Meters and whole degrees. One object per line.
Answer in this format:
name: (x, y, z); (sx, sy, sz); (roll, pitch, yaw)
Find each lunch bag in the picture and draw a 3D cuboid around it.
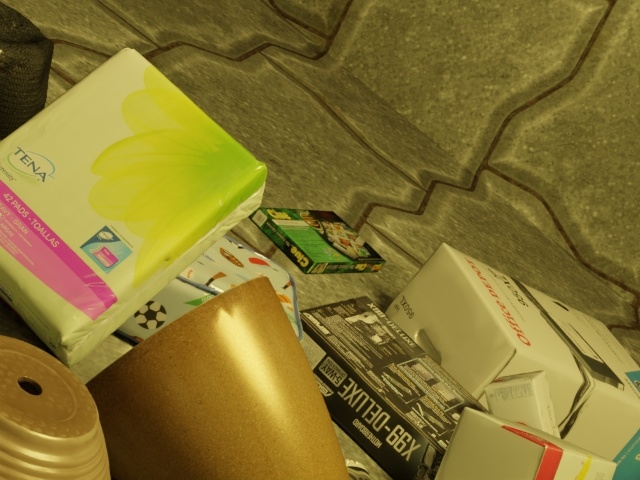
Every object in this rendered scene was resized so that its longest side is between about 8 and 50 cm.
lunch bag: (-0.160, 0.051, 1.680); (0.303, 0.115, 0.243); (31, 16, -18)

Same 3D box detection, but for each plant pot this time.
plant pot: (-0.076, 0.202, 1.316); (0.254, 0.237, 0.237); (54, 20, 8)
plant pot: (-0.243, 0.148, 1.050); (0.237, 0.110, 0.237); (32, 17, -11)

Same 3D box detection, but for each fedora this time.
fedora: (-0.434, -0.216, 1.749); (0.334, 0.152, 0.334); (34, 18, -13)

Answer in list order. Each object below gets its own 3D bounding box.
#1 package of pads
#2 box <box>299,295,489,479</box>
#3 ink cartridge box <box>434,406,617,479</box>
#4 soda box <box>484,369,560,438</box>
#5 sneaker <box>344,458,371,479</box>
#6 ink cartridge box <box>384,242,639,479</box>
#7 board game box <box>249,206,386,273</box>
package of pads: (-0.238, -0.045, 1.502); (0.229, 0.296, 0.101); (43, -21, 16)
box: (0.101, 0.207, 1.848); (0.307, 0.076, 0.242); (43, 18, 15)
ink cartridge box: (0.241, 0.288, 1.655); (0.128, 0.127, 0.176); (21, 0, 42)
soda box: (0.275, 0.283, 1.815); (0.074, 0.069, 0.216); (-13, 92, -66)
sneaker: (0.009, 0.285, 1.497); (0.075, 0.063, 0.170); (45, 24, 24)
ink cartridge box: (0.326, 0.202, 2.151); (0.395, 0.166, 0.285); (25, 21, -34)
board game box: (0.000, 0.000, 2.259); (0.136, 0.030, 0.259); (47, 19, 21)
